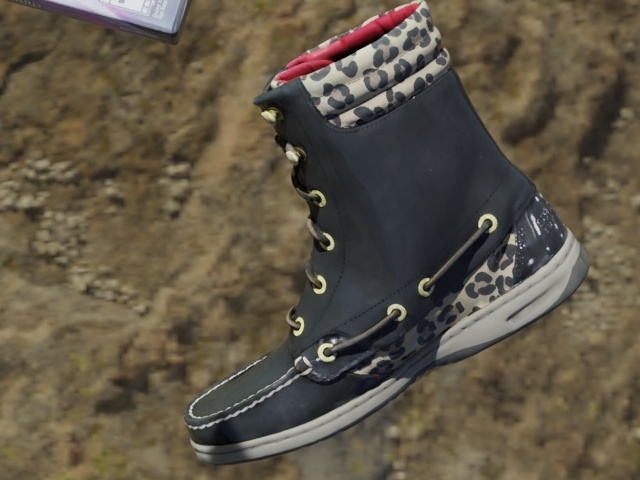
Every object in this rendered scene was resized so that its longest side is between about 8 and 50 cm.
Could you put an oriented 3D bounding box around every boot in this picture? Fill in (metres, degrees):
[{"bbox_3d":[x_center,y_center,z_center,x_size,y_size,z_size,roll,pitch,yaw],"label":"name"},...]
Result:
[{"bbox_3d":[0.001,-0.001,0.902,0.236,0.085,0.179,-28,108,8],"label":"boot"}]

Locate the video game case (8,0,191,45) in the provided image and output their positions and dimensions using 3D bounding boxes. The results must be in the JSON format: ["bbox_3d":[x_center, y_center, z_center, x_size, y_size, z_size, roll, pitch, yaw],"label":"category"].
[{"bbox_3d":[-0.194,-0.245,1.060,0.274,0.026,0.196,15,74,0],"label":"video game case"}]
